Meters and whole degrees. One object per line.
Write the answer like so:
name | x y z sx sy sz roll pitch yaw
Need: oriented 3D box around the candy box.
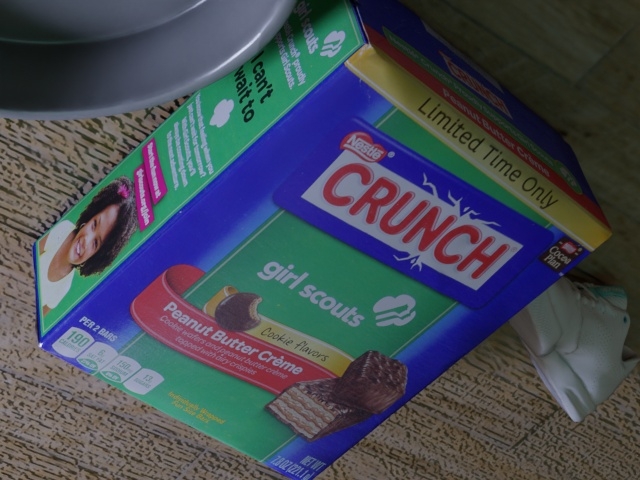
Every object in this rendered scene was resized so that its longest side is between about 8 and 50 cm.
candy box | 0.000 0.000 1.118 0.317 0.122 0.268 -42 128 20

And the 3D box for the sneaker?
sneaker | 0.203 0.057 1.270 0.094 0.080 0.212 -34 139 -1

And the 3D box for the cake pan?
cake pan | -0.155 -0.170 0.911 0.293 0.054 0.293 -5 152 -3
